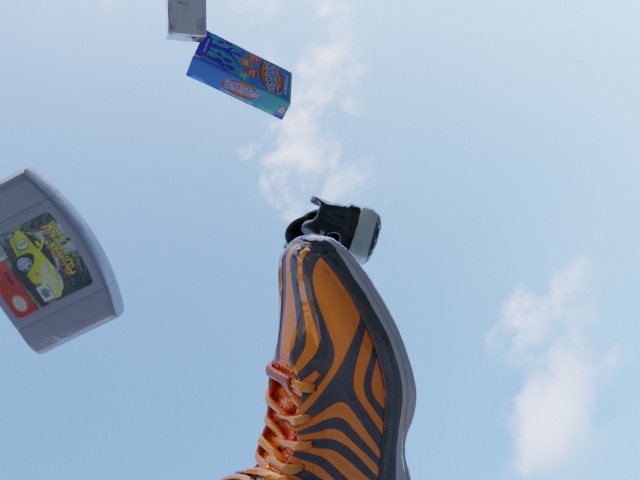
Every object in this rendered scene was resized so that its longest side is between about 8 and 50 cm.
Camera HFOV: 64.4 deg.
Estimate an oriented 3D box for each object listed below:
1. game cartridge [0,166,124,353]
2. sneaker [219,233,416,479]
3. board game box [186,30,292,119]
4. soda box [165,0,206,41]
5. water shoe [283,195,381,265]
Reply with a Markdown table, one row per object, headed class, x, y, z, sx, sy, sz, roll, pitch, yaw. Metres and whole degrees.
| class | x | y | z | sx | sy | sz | roll | pitch | yaw |
| --- | --- | --- | --- | --- | --- | --- | --- | --- | --- |
| game cartridge | -0.478 | 0.036 | 0.873 | 0.196 | 0.060 | 0.294 | -27 | -76 | 2 |
| sneaker | -0.023 | 0.165 | 0.406 | 0.180 | 0.124 | 0.321 | -18 | -77 | -29 |
| board game box | -0.163 | -0.350 | 1.070 | 0.210 | 0.047 | 0.160 | 21 | -144 | -20 |
| soda box | -0.241 | -0.471 | 0.903 | 0.069 | 0.074 | 0.216 | -2 | -78 | -20 |
| water shoe | 0.000 | 0.000 | 0.549 | 0.080 | 0.203 | 0.073 | 21 | -112 | -8 |
